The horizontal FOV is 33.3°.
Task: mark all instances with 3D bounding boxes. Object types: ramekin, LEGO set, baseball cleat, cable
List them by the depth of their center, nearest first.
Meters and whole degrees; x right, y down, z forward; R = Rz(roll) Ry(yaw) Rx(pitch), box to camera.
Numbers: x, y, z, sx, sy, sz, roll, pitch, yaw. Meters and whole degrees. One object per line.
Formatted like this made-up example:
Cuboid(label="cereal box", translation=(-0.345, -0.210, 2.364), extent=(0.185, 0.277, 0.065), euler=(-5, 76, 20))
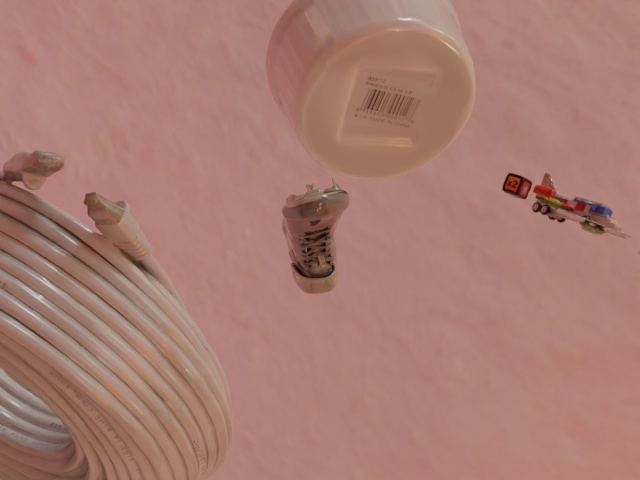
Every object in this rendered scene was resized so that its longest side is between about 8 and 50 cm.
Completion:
Cuboid(label="cable", translation=(-0.171, 0.074, 0.647), extent=(0.257, 0.257, 0.089), euler=(-5, 39, 43))
Cuboid(label="baseball cleat", translation=(0.000, 0.000, 1.129), extent=(0.072, 0.206, 0.109), euler=(-13, 87, -3))
Cuboid(label="LEGO set", translation=(0.314, -0.024, 1.141), extent=(0.244, 0.182, 0.060), euler=(21, 91, 9))
Cuboid(label="ramekin", translation=(0.074, -0.213, 1.432), extent=(0.277, 0.277, 0.135), euler=(-15, 42, -3))

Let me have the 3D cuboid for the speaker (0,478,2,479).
Cuboid(label="speaker", translation=(-0.278, 0.229, 0.654), extent=(0.131, 0.296, 0.131), euler=(0, 97, 1))
